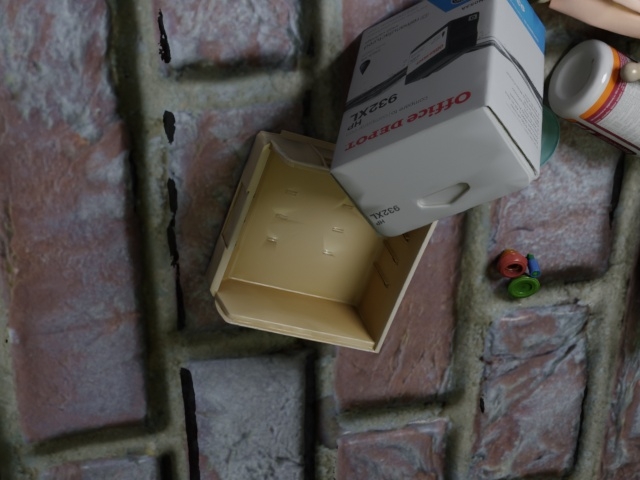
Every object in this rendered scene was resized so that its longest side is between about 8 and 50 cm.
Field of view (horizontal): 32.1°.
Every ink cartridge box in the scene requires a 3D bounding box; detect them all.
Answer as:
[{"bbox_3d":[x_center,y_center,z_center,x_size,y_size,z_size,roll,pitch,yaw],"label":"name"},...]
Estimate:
[{"bbox_3d":[0.153,-0.178,1.398,0.223,0.307,0.129,-21,126,30],"label":"ink cartridge box"}]

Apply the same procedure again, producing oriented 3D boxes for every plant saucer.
[{"bbox_3d":[0.297,-0.154,1.654,0.119,0.021,0.119,-6,119,-11],"label":"plant saucer"}]

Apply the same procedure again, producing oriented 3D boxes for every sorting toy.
[{"bbox_3d":[0.315,0.045,1.764,0.061,0.042,0.102,-20,135,14],"label":"sorting toy"}]

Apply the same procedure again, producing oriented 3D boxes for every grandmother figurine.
[{"bbox_3d":[0.458,-0.310,1.513,0.343,0.104,0.207,16,93,-9],"label":"grandmother figurine"}]

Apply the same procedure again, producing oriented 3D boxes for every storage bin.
[{"bbox_3d":[0.000,0.000,1.601,0.260,0.123,0.262,13,115,-21],"label":"storage bin"}]

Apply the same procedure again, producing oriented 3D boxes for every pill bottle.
[{"bbox_3d":[0.449,-0.193,1.614,0.221,0.121,0.121,23,110,-25],"label":"pill bottle"}]
